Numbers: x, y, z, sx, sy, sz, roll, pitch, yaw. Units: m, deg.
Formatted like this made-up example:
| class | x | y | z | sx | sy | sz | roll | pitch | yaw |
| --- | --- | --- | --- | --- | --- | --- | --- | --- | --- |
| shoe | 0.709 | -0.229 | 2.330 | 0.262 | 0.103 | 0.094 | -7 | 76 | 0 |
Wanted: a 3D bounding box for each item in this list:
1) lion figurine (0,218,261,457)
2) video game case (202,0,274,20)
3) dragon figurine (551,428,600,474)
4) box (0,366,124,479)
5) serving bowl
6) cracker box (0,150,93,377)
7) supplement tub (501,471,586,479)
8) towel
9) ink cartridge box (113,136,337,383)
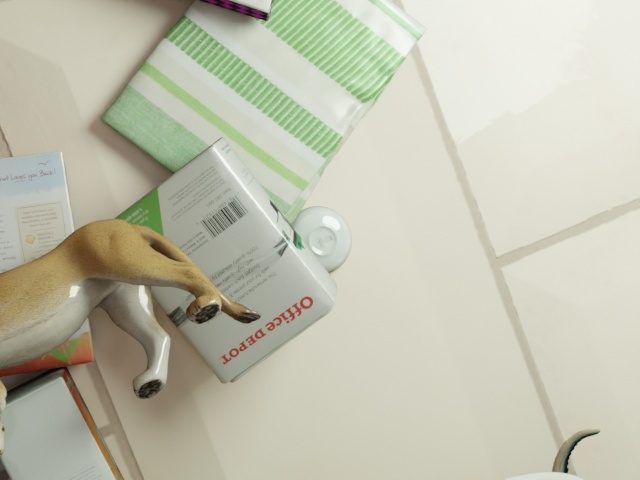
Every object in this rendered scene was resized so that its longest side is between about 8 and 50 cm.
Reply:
| class | x | y | z | sx | sy | sz | roll | pitch | yaw |
| --- | --- | --- | --- | --- | --- | --- | --- | --- | --- |
| lion figurine | -0.280 | 0.063 | 0.966 | 0.392 | 0.142 | 0.240 | -17 | 51 | -24 |
| video game case | -0.138 | -0.382 | 1.105 | 0.232 | 0.042 | 0.210 | 16 | 84 | -3 |
| dragon figurine | 0.298 | 0.371 | 1.199 | 0.144 | 0.085 | 0.289 | 27 | 88 | -14 |
| box | -0.276 | 0.232 | 1.040 | 0.091 | 0.130 | 0.170 | -27 | 96 | -12 |
| serving bowl | 0.000 | 0.000 | 1.162 | 0.083 | 0.027 | 0.083 | 0 | 89 | -15 |
| cracker box | -0.340 | 0.028 | 1.059 | 0.156 | 0.067 | 0.232 | -8 | 92 | -13 |
| supplement tub | 0.251 | 0.373 | 1.074 | 0.144 | 0.144 | 0.199 | -15 | 98 | -13 |
| towel | -0.059 | -0.193 | 1.148 | 0.248 | 0.038 | 0.325 | 37 | 83 | -9 |
| ink cartridge box | -0.107 | 0.022 | 1.082 | 0.160 | 0.092 | 0.219 | -36 | 99 | 9 |
